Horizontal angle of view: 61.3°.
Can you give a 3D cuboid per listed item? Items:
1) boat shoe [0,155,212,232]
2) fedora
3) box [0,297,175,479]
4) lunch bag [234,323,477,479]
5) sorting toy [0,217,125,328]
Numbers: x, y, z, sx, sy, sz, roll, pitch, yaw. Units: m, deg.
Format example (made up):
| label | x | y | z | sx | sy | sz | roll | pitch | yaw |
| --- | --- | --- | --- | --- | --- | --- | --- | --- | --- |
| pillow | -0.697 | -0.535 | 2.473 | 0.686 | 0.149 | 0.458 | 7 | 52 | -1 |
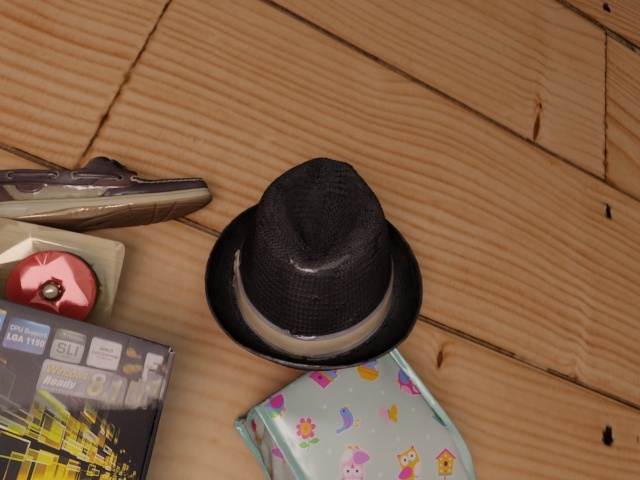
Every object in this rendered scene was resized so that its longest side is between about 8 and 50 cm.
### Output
| label | x | y | z | sx | sy | sz | roll | pitch | yaw |
| --- | --- | --- | --- | --- | --- | --- | --- | --- | --- |
| boat shoe | -0.289 | -0.066 | 0.713 | 0.285 | 0.103 | 0.092 | -9 | 79 | -21 |
| fedora | 0.000 | 0.000 | 0.714 | 0.334 | 0.152 | 0.334 | 5 | 43 | -4 |
| box | -0.329 | 0.192 | 0.406 | 0.395 | 0.097 | 0.318 | 30 | 57 | -40 |
| lunch bag | 0.053 | 0.280 | 0.693 | 0.223 | 0.160 | 0.262 | -28 | 77 | -31 |
| sorting toy | -0.367 | 0.098 | 0.576 | 0.257 | 0.089 | 0.255 | 13 | 83 | -19 |
